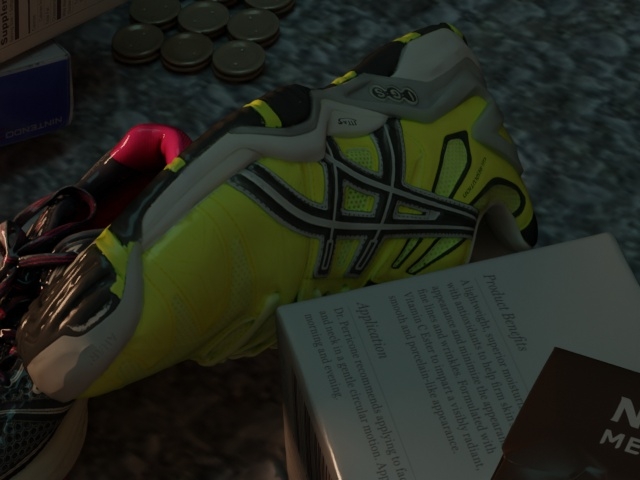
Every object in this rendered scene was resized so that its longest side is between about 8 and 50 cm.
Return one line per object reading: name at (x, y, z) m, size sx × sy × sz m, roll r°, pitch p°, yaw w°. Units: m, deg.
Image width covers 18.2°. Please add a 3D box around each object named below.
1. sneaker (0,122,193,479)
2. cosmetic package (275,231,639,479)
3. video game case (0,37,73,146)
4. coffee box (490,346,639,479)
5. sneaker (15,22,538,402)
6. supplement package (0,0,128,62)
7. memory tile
sneaker at (-0.166, 0.047, 1.115) m, size 0.121 × 0.112 × 0.299 m, roll 22°, pitch 49°, yaw 23°
cosmetic package at (0.085, 0.113, 1.004) m, size 0.183 × 0.151 × 0.151 m, roll -11°, pitch 45°, yaw -9°
video game case at (-0.335, -0.117, 1.295) m, size 0.269 × 0.061 × 0.244 m, roll -18°, pitch 41°, yaw -27°
coffee box at (0.144, 0.180, 0.863) m, size 0.141 × 0.246 × 0.098 m, roll 17°, pitch 47°, yaw 19°
sneaker at (0.000, 0.000, 1.077) m, size 0.384 × 0.145 × 0.147 m, roll -32°, pitch 85°, yaw -44°
supplement package at (-0.271, -0.222, 1.224) m, size 0.199 × 0.198 × 0.262 m, roll 26°, pitch 41°, yaw 30°
memory tile at (-0.076, -0.165, 1.405) m, size 0.113 × 0.012 × 0.148 m, roll 10°, pitch 46°, yaw 13°
